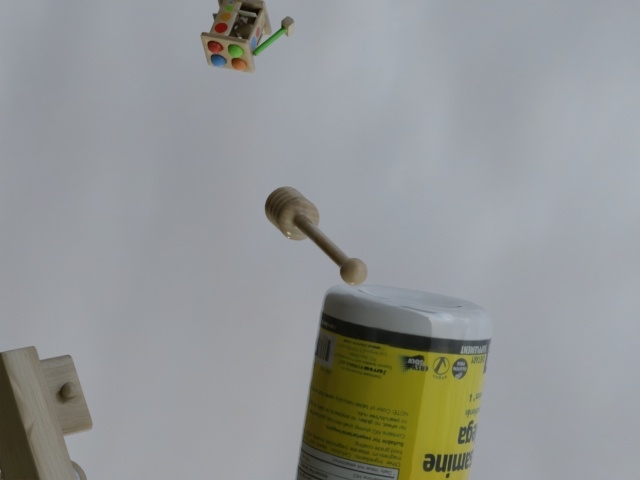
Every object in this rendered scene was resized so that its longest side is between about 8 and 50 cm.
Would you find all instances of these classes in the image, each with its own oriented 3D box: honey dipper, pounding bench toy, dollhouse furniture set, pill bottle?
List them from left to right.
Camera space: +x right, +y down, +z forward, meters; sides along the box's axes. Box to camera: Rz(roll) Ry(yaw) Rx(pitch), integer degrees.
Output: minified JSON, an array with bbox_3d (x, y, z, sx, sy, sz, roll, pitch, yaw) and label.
[{"bbox_3d":[-0.172,0.129,1.269,0.151,0.123,0.144,-38,-113,51],"label":"dollhouse furniture set"},{"bbox_3d":[-0.074,-0.209,1.986,0.052,0.083,0.065,77,28,-57],"label":"pounding bench toy"},{"bbox_3d":[0.000,0.000,1.277,0.160,0.030,0.030,-136,-126,-64],"label":"honey dipper"},{"bbox_3d":[0.072,0.223,2.073,0.188,0.188,0.334,18,-79,59],"label":"pill bottle"}]
